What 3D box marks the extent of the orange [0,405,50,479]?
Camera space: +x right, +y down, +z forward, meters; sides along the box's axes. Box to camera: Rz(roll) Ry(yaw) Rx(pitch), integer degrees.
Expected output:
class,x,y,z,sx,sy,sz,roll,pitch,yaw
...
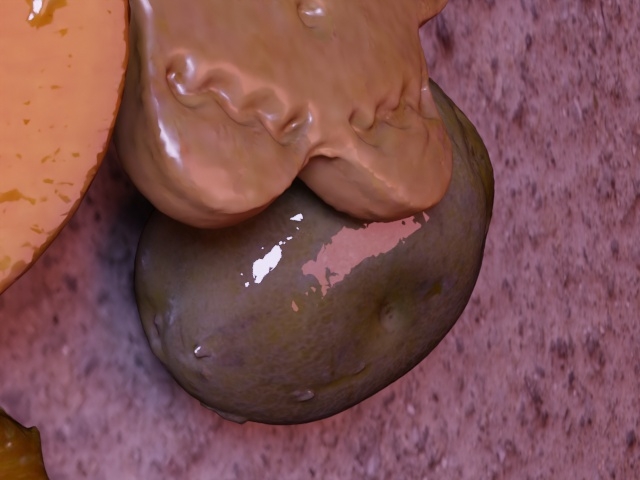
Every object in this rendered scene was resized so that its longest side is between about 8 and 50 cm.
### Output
class,x,y,z,sx,sy,sz,roll,pitch,yaw
orange,-0.175,0.137,0.569,0.170,0.112,0.160,45,40,-75

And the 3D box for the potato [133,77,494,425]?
class,x,y,z,sx,sy,sz,roll,pitch,yaw
potato,0.000,0.000,0.787,0.235,0.160,0.177,-36,96,-38

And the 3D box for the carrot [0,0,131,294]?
class,x,y,z,sx,sy,sz,roll,pitch,yaw
carrot,-0.217,-0.070,0.459,0.307,0.100,0.258,-17,99,-29

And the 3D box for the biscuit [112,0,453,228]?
class,x,y,z,sx,sy,sz,roll,pitch,yaw
biscuit,-0.042,-0.174,0.685,0.275,0.052,0.354,2,69,-43
